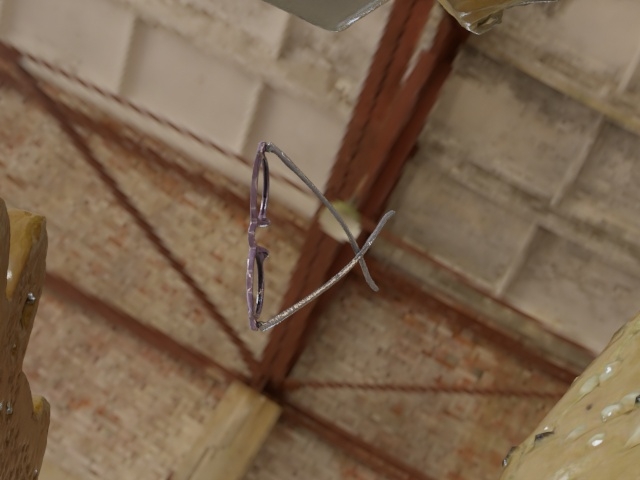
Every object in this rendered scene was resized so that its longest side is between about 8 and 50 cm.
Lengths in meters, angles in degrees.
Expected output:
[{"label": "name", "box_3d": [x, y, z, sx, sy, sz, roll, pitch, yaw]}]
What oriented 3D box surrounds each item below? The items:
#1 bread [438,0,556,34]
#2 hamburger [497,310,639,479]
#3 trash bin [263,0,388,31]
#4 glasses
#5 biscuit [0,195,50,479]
[{"label": "bread", "box_3d": [0.105, -0.349, 1.129, 0.183, 0.389, 0.236, -26, -29, 18]}, {"label": "hamburger", "box_3d": [0.170, 0.127, 0.445, 0.195, 0.277, 0.318, 46, -27, -8]}, {"label": "trash bin", "box_3d": [0.053, -0.313, 0.838, 0.256, 0.296, 0.367, 19, -34, -29]}, {"label": "glasses", "box_3d": [0.000, 0.000, 1.113, 0.103, 0.140, 0.062, 4, -6, 7]}, {"label": "biscuit", "box_3d": [-0.144, 0.082, 0.569, 0.049, 0.197, 0.301, 10, -31, -3]}]
